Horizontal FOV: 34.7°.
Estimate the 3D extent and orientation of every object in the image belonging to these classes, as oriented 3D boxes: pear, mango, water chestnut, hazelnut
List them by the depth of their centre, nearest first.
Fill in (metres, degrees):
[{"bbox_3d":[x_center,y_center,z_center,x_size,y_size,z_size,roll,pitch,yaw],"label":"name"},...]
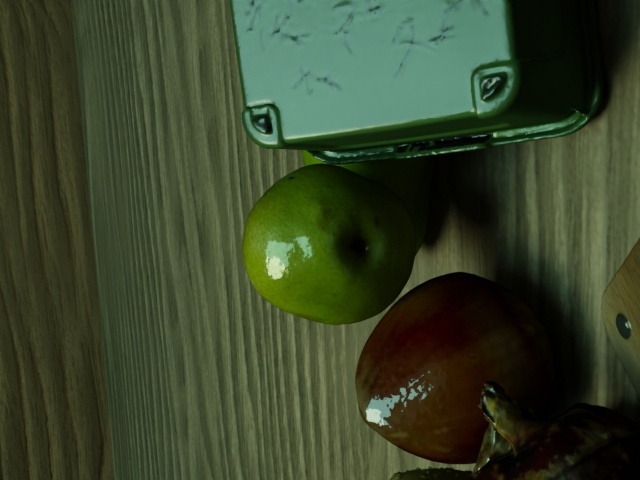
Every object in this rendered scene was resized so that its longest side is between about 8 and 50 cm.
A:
[{"bbox_3d":[0.205,0.235,0.911,0.238,0.224,0.223,52,146,18],"label":"water chestnut"},{"bbox_3d":[0.130,0.137,1.049,0.208,0.208,0.208,32,127,57],"label":"hazelnut"},{"bbox_3d":[0.000,0.000,1.082,0.216,0.180,0.166,-157,71,-66],"label":"pear"},{"bbox_3d":[0.053,-0.106,1.192,0.185,0.149,0.272,45,141,47],"label":"mango"}]

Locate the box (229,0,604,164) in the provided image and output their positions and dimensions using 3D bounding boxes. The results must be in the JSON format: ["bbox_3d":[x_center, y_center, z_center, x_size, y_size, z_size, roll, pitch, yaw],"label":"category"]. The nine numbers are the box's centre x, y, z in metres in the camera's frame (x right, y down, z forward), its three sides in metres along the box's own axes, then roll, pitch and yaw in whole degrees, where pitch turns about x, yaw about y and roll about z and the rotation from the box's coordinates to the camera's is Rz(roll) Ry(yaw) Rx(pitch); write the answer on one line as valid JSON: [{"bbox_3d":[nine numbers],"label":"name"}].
[{"bbox_3d":[0.072,-0.199,0.950,0.329,0.178,0.252,-6,96,34],"label":"box"}]

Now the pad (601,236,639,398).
[{"bbox_3d":[0.316,0.114,0.794,0.284,0.018,0.286,95,157,-61],"label":"pad"}]

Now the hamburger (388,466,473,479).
[{"bbox_3d":[0.155,0.329,1.079,0.215,0.189,0.122,16,128,19],"label":"hamburger"}]
